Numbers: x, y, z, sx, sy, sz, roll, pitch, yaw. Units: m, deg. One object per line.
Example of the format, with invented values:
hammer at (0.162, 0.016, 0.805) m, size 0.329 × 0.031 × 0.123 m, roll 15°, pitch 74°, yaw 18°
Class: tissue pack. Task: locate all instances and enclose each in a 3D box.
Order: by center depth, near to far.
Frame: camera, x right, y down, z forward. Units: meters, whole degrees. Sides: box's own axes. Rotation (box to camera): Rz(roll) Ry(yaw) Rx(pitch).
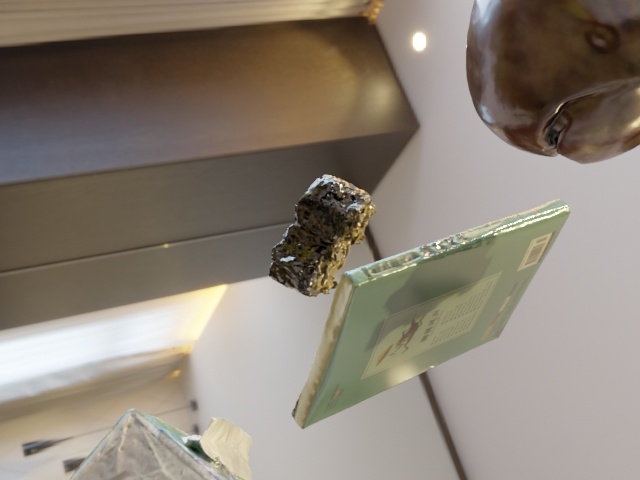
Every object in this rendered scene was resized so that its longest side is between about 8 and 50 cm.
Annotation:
tissue pack at (-0.069, 0.139, 0.438) m, size 0.085 × 0.079 × 0.111 m, roll 32°, pitch -16°, yaw 21°

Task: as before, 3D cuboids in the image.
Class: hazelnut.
hazelnut at (0.229, -0.177, 0.651) m, size 0.234 × 0.218 × 0.218 m, roll -40°, pitch -124°, yaw 20°

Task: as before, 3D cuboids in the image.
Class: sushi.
sushi at (0.000, 0.000, 1.303) m, size 0.115 × 0.147 × 0.212 m, roll 36°, pitch -70°, yaw 16°

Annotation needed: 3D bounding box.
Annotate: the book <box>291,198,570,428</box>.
book at (0.146, 0.091, 0.988) m, size 0.031 × 0.379 × 0.264 m, roll 47°, pitch -43°, yaw 33°
